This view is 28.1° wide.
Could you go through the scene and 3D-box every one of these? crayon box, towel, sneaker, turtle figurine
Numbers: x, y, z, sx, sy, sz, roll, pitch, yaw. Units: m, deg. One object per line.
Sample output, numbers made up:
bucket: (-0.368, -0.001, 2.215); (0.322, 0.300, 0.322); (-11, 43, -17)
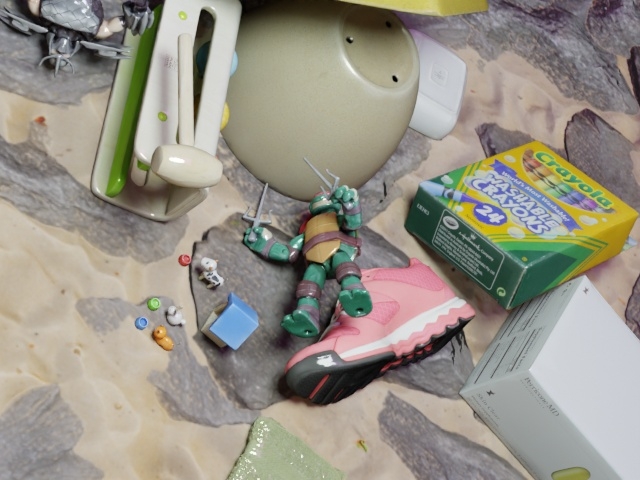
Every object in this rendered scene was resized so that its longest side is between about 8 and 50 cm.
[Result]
crayon box: (0.305, -0.037, 1.832); (0.323, 0.083, 0.203); (-21, 50, -41)
towel: (-0.039, 0.289, 1.534); (0.148, 0.027, 0.110); (39, 54, -19)
sneaker: (0.054, 0.108, 1.648); (0.314, 0.116, 0.136); (-18, 66, -42)
turtle figurine: (0.000, 0.000, 1.586); (0.118, 0.175, 0.234); (26, 41, -35)

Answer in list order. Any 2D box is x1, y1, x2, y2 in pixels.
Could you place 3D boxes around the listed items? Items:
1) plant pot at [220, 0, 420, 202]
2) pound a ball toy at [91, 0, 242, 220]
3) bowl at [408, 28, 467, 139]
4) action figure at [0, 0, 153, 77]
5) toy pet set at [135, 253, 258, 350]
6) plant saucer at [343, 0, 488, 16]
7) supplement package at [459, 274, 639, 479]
plant pot: (0.021, -0.213, 1.684); (0.284, 0.191, 0.284); (14, 64, -32)
pound a ball toy: (-0.152, -0.163, 1.520); (0.136, 0.208, 0.319); (22, 58, -28)
bowl: (0.157, -0.235, 1.875); (0.142, 0.053, 0.142); (28, 63, -26)
action figure: (-0.275, -0.328, 1.503); (0.185, 0.099, 0.285); (16, 99, -20)
toy pet set: (-0.136, 0.081, 1.523); (0.114, 0.065, 0.122); (41, 52, -16)
plant saucer: (0.030, -0.349, 1.607); (0.333, 0.332, 0.081); (-33, 133, -69)
supplement package: (0.362, 0.223, 1.785); (0.262, 0.145, 0.204); (48, 50, -10)
